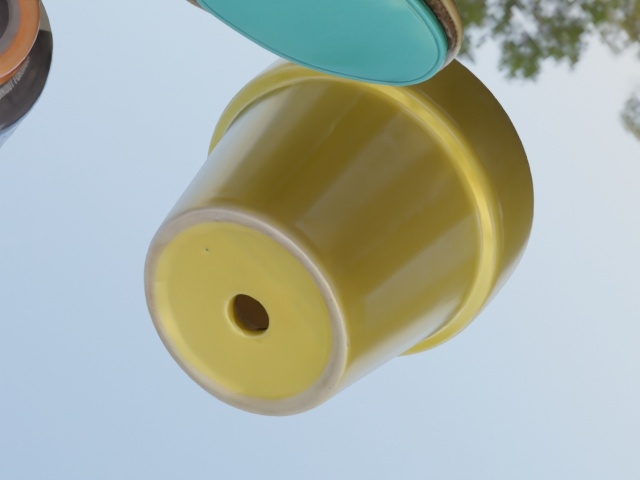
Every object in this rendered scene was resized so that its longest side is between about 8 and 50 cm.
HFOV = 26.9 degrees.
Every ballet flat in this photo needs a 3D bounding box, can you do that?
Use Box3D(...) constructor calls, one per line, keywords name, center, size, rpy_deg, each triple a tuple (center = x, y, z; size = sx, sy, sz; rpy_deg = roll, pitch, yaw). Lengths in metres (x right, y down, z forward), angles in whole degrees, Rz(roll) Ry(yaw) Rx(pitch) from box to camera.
Box3D(name="ballet flat", center=(-0.047, -0.134, 0.505), size=(0.232, 0.080, 0.073), rpy_deg=(22, -129, -15))

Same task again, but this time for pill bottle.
Box3D(name="pill bottle", center=(-0.239, -0.106, 0.819), size=(0.130, 0.245, 0.130), rpy_deg=(4, -101, -24))

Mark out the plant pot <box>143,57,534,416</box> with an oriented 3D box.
Box3D(name="plant pot", center=(0.000, 0.000, 0.987), size=(0.254, 0.254, 0.239), rpy_deg=(52, -140, -5))
